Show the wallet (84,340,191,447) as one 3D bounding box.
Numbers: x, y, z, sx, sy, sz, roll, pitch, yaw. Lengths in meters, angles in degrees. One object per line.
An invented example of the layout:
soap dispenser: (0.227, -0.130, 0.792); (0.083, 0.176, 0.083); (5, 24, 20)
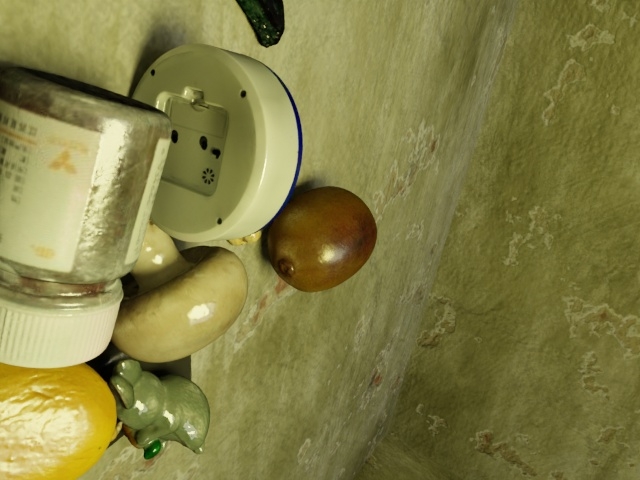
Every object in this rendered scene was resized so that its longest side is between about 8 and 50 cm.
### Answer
wallet: (-0.345, 0.252, 0.765); (0.378, 0.051, 0.197); (-32, 138, -47)

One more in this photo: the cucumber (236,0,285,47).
cucumber: (-0.093, -0.362, 0.716); (0.070, 0.046, 0.220); (-67, 155, -15)

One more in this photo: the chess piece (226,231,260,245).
chess piece: (-0.157, -0.034, 0.728); (0.060, 0.172, 0.060); (-45, 148, -40)

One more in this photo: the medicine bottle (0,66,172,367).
medicine bottle: (-0.266, -0.023, 0.541); (0.165, 0.165, 0.273); (-2, 115, -62)

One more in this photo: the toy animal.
toy animal: (-0.255, 0.235, 0.767); (0.138, 0.108, 0.236); (-82, 153, -42)

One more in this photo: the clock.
clock: (-0.135, -0.113, 0.630); (0.083, 0.231, 0.230); (-7, 118, -60)

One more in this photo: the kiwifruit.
kiwifruit: (0.000, 0.000, 1.043); (0.234, 0.196, 0.195); (-43, 147, -39)

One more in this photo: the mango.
mango: (-0.362, 0.203, 0.573); (0.317, 0.119, 0.176); (14, 86, -47)

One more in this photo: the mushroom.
mushroom: (-0.211, 0.058, 0.724); (0.204, 0.204, 0.204); (-44, 147, -38)
